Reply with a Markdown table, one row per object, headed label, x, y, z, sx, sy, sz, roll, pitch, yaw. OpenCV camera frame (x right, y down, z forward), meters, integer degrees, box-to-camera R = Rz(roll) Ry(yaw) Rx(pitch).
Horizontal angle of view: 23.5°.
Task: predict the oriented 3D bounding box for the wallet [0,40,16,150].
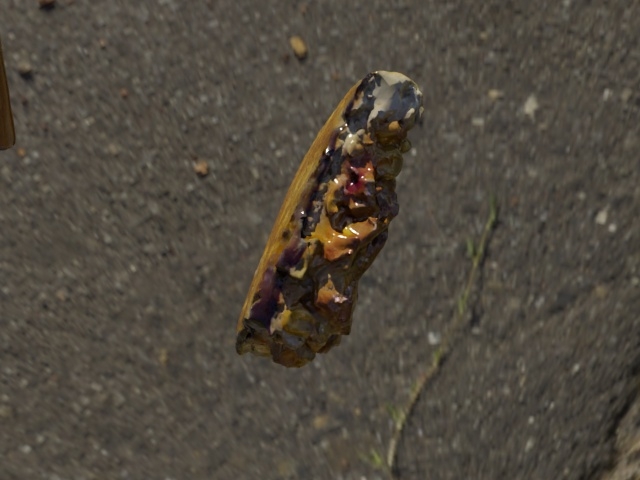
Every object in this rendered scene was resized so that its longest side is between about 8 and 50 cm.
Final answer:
| label | x | y | z | sx | sy | sz | roll | pitch | yaw |
| --- | --- | --- | --- | --- | --- | --- | --- | --- | --- |
| wallet | -0.309 | -0.160 | 1.178 | 0.195 | 0.161 | 0.042 | 25 | 43 | 37 |

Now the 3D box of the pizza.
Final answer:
| label | x | y | z | sx | sy | sz | roll | pitch | yaw |
| --- | --- | --- | --- | --- | --- | --- | --- | --- | --- |
| pizza | 0.000 | 0.000 | 1.589 | 0.114 | 0.409 | 0.277 | 19 | 32 | -8 |
